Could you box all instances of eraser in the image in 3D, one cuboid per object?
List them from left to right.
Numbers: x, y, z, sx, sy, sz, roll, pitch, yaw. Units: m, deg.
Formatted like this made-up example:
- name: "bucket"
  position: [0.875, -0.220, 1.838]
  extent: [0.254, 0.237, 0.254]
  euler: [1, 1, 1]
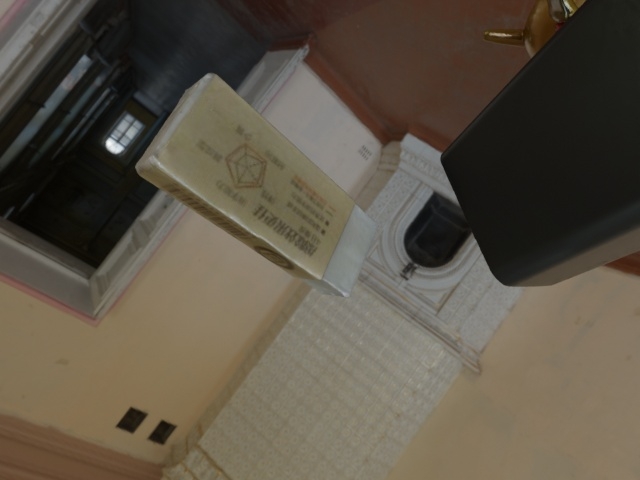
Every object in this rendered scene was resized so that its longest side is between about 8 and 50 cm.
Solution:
- name: "eraser"
  position: [-0.063, -0.055, 0.581]
  extent: [0.343, 0.144, 0.078]
  euler: [38, 156, -32]

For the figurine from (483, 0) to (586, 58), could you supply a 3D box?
- name: "figurine"
  position: [0.479, -0.353, 0.705]
  extent: [0.401, 0.268, 0.387]
  euler: [39, -152, -31]

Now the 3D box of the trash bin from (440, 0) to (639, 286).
- name: "trash bin"
  position: [0.222, -0.077, 0.315]
  extent: [0.115, 0.225, 0.165]
  euler: [1, -120, -32]
